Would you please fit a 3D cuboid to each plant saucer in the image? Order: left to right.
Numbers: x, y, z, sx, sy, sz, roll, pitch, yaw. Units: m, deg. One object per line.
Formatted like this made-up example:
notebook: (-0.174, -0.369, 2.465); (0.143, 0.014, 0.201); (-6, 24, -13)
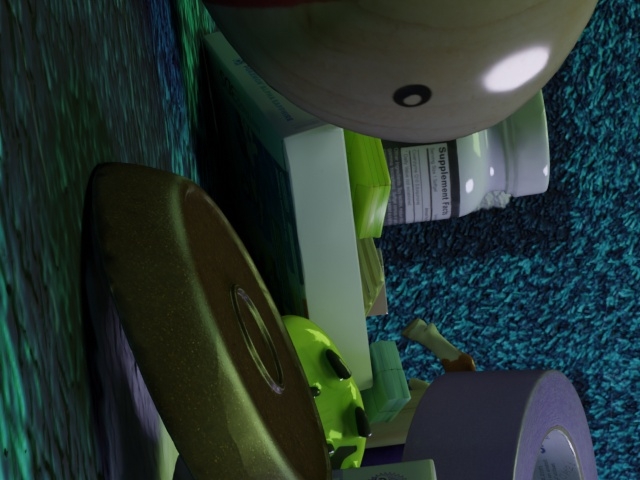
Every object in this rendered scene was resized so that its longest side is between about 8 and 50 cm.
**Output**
plant saucer: (-0.035, 0.041, 0.576); (0.168, 0.029, 0.168); (63, 6, -13)

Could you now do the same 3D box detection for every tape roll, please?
tape roll: (0.145, 0.238, 1.178); (0.275, 0.090, 0.275); (-3, 90, -67)

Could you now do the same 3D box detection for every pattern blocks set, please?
pattern blocks set: (0.000, 0.000, 1.153); (0.285, 0.026, 0.325); (134, -51, -65)

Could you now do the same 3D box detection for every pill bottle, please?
pill bottle: (0.071, -0.094, 1.460); (0.162, 0.278, 0.162); (-7, 90, -89)

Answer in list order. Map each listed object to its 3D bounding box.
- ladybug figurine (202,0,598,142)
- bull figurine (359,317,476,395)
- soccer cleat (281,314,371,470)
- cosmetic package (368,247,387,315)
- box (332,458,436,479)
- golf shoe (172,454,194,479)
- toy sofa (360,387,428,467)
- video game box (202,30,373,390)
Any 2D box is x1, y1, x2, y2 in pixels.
ladybug figurine: (0.011, -0.265, 0.805); (0.162, 0.305, 0.450); (-21, 107, -47)
bull figurine: (0.066, 0.210, 1.427); (0.188, 0.310, 0.101); (46, 37, -7)
soccer cleat: (-0.018, 0.171, 1.023); (0.121, 0.093, 0.289); (32, -39, 52)
cosmetic package: (0.008, 0.047, 1.523); (0.041, 0.115, 0.060); (-94, 176, -64)
box: (0.039, 0.260, 0.740); (0.063, 0.067, 0.324); (79, 7, -48)
golf shoe: (-0.029, 0.147, 0.650); (0.176, 0.069, 0.086); (83, -5, -58)
toy sofa: (0.050, 0.316, 1.256); (0.177, 0.150, 0.363); (-91, 174, -82)
video game box: (-0.024, -0.023, 1.049); (0.187, 0.048, 0.205); (-123, -158, -57)
